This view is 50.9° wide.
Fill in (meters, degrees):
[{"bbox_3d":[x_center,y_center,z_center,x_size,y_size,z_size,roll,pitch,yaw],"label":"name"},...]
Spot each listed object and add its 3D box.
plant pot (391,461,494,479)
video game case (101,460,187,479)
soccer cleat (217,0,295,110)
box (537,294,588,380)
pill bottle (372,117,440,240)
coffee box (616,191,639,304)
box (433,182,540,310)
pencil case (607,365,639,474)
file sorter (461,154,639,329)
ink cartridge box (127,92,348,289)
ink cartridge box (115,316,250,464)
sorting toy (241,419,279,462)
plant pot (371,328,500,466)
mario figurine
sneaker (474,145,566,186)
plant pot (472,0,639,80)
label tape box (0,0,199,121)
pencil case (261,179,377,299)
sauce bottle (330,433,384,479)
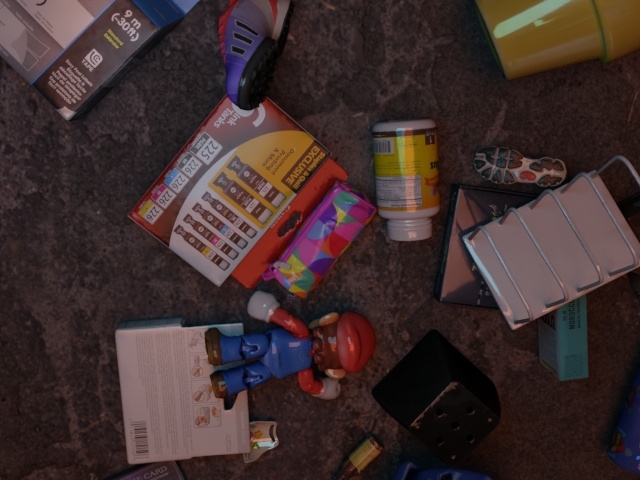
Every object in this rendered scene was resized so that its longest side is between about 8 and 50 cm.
[{"bbox_3d":[0.234,0.568,1.279,0.236,0.212,0.236,48,58,-37],"label":"plant pot"},{"bbox_3d":[-0.335,0.586,1.376,0.196,0.026,0.274,-23,101,0],"label":"video game case"},{"bbox_3d":[-0.123,-0.314,1.086,0.116,0.318,0.109,15,132,-4],"label":"soccer cleat"},{"bbox_3d":[0.471,0.140,1.317,0.060,0.100,0.245,-7,102,-5],"label":"box"},{"bbox_3d":[0.158,-0.112,1.231,0.117,0.117,0.215,-5,102,-4],"label":"pill bottle"},{"bbox_3d":[0.675,0.026,1.311,0.141,0.098,0.247,-28,102,1],"label":"coffee box"},{"bbox_3d":[0.329,0.015,1.300,0.183,0.059,0.233,8,100,-5],"label":"box"},{"bbox_3d":[0.693,0.334,1.362,0.133,0.119,0.306,18,100,16],"label":"pencil case"},{"bbox_3d":[0.420,0.005,1.161,0.277,0.173,0.193,-27,79,1],"label":"file sorter"},{"bbox_3d":[-0.133,-0.086,1.206,0.271,0.130,0.309,39,95,-12],"label":"ink cartridge box"},{"bbox_3d":[-0.262,0.286,1.305,0.238,0.060,0.275,-3,101,-7],"label":"ink cartridge box"},{"bbox_3d":[-0.122,0.392,1.349,0.075,0.045,0.083,-6,100,-12],"label":"sorting toy"},{"bbox_3d":[0.238,0.318,1.299,0.187,0.167,0.188,42,94,-12],"label":"plant pot"},{"bbox_3d":[-0.053,0.204,1.273,0.320,0.170,0.198,-7,138,-13],"label":"mario figurine"},{"bbox_3d":[0.375,-0.134,1.276,0.169,0.071,0.068,14,98,9],"label":"sneaker"},{"bbox_3d":[0.397,-0.398,1.143,0.238,0.254,0.254,-22,103,16],"label":"plant pot"},{"bbox_3d":[-0.389,-0.404,1.133,0.333,0.106,0.240,-43,102,5],"label":"label tape box"},{"bbox_3d":[0.000,0.000,1.242,0.104,0.104,0.236,37,98,-11],"label":"pencil case"},{"bbox_3d":[0.074,0.453,1.376,0.042,0.042,0.128,43,97,-11],"label":"sauce bottle"}]
